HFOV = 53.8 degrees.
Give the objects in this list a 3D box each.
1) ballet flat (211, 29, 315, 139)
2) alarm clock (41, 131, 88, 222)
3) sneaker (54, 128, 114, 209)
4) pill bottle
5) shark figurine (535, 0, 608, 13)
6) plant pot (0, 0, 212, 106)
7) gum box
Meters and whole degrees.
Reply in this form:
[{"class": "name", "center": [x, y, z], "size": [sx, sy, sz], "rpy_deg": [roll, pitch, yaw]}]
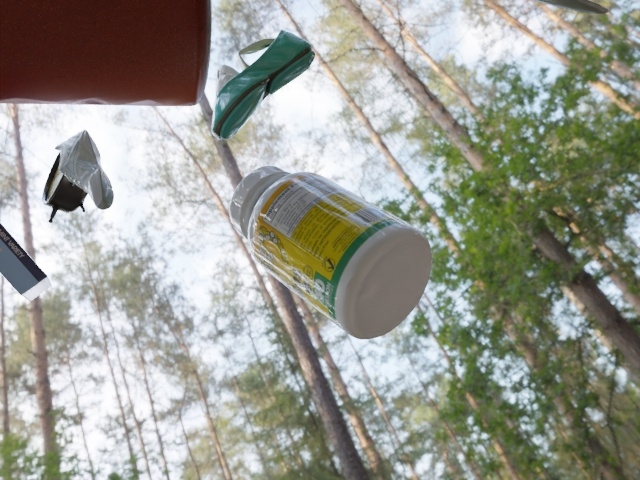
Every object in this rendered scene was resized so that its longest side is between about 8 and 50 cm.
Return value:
[{"class": "ballet flat", "center": [-0.109, -0.247, 0.972], "size": [0.247, 0.087, 0.083], "rpy_deg": [-49, -7, -32]}, {"class": "alarm clock", "center": [-0.444, -0.128, 1.134], "size": [0.064, 0.192, 0.129], "rpy_deg": [22, -49, -35]}, {"class": "sneaker", "center": [-0.357, -0.100, 0.955], "size": [0.061, 0.152, 0.054], "rpy_deg": [-25, -30, -9]}, {"class": "pill bottle", "center": [0.000, 0.000, 0.639], "size": [0.117, 0.208, 0.118], "rpy_deg": [-25, -48, -32]}, {"class": "shark figurine", "center": [0.121, -0.287, 0.386], "size": [0.166, 0.116, 0.278], "rpy_deg": [-8, -78, -37]}, {"class": "plant pot", "center": [-0.221, -0.284, 0.553], "size": [0.267, 0.267, 0.236], "rpy_deg": [-5, -5, -23]}, {"class": "gum box", "center": [-0.425, 0.006, 0.831], "size": [0.041, 0.184, 0.157], "rpy_deg": [-41, -81, -22]}]
